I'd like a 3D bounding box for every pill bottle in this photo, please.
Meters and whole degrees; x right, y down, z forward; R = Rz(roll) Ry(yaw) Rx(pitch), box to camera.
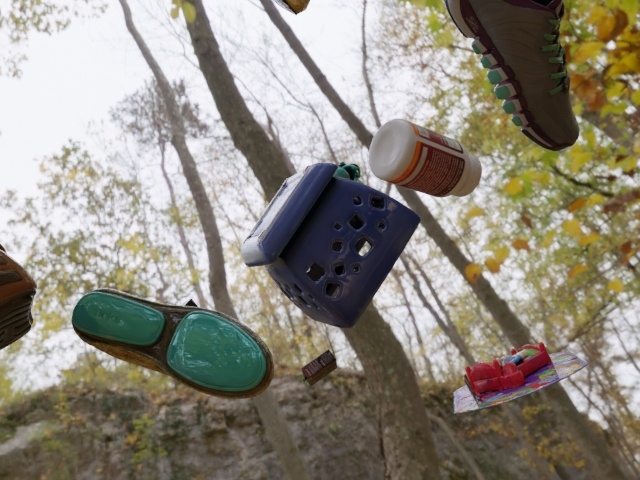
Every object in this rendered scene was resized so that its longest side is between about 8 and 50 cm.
[{"bbox_3d":[0.148,-0.107,0.893,0.152,0.086,0.086,14,-54,-34],"label":"pill bottle"}]

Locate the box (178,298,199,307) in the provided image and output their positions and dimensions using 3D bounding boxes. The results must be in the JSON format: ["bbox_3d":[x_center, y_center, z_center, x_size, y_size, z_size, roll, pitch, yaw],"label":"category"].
[{"bbox_3d":[-0.336,0.204,1.660,0.052,0.062,0.083,-26,-72,37],"label":"box"}]

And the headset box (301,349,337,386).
[{"bbox_3d":[-0.005,0.286,1.441,0.083,0.032,0.062,-34,-26,-14],"label":"headset box"}]

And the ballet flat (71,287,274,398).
[{"bbox_3d":[-0.217,0.159,0.991,0.348,0.123,0.123,14,-41,18],"label":"ballet flat"}]

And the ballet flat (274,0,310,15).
[{"bbox_3d":[-0.049,-0.209,0.392,0.049,0.173,0.057,-31,-16,8],"label":"ballet flat"}]

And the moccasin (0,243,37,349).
[{"bbox_3d":[-0.541,0.098,1.011,0.139,0.147,0.380,-32,-5,-31],"label":"moccasin"}]

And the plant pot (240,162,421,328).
[{"bbox_3d":[0.000,0.000,1.154,0.212,0.236,0.236,36,-103,-12],"label":"plant pot"}]

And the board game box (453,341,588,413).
[{"bbox_3d":[0.193,0.129,0.663,0.133,0.033,0.168,-23,-6,10],"label":"board game box"}]

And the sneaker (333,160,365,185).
[{"bbox_3d":[0.064,-0.125,1.499,0.107,0.275,0.110,26,-77,10],"label":"sneaker"}]

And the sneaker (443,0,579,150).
[{"bbox_3d":[0.222,-0.192,0.660,0.098,0.083,0.224,-23,-67,46],"label":"sneaker"}]
